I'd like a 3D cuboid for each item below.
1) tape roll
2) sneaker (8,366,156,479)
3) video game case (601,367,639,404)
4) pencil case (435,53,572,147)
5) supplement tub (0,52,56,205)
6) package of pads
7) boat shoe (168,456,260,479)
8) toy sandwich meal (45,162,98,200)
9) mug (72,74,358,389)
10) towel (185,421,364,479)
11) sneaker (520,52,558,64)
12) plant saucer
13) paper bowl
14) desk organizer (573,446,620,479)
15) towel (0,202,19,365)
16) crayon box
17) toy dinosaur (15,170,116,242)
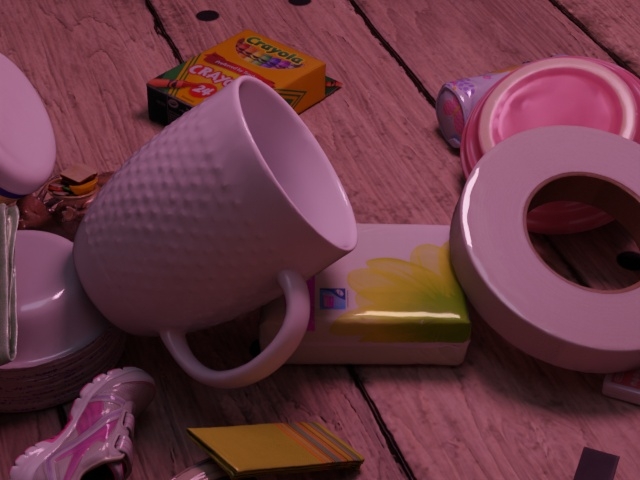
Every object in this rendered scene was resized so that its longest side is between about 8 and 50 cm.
[{"bbox_3d":[0.381,0.006,1.850,0.392,0.072,0.392,5,56,-7],"label":"tape roll"},{"bbox_3d":[-0.279,0.266,1.642,0.111,0.103,0.252,23,49,21],"label":"sneaker"},{"bbox_3d":[0.555,0.182,1.805,0.285,0.025,0.204,15,40,18],"label":"video game case"},{"bbox_3d":[0.339,-0.245,2.284,0.273,0.124,0.113,-15,19,-20],"label":"pencil case"},{"bbox_3d":[-0.592,-0.123,1.938,0.331,0.241,0.241,-24,34,18],"label":"supplement tub"},{"bbox_3d":[0.063,0.073,1.882,0.297,0.101,0.229,1,39,0],"label":"package of pads"},{"bbox_3d":[-0.196,0.366,1.477,0.355,0.132,0.130,-26,44,-28],"label":"boat shoe"},{"bbox_3d":[-0.369,-0.087,1.933,0.086,0.029,0.085,4,27,-2],"label":"toy sandwich meal"},{"bbox_3d":[-0.142,0.019,1.735,0.328,0.276,0.374,-32,64,17],"label":"mug"},{"bbox_3d":[-0.054,0.260,1.612,0.102,0.021,0.237,31,16,38],"label":"towel"},{"bbox_3d":[0.364,-0.296,2.383,0.188,0.071,0.066,-23,43,-27],"label":"sneaker"},{"bbox_3d":[0.385,-0.171,2.084,0.332,0.084,0.332,-8,60,15],"label":"plant saucer"},{"bbox_3d":[-0.418,0.094,1.816,0.284,0.148,0.284,1,37,-1],"label":"paper bowl"},{"bbox_3d":[0.331,0.322,1.601,0.047,0.050,0.130,14,40,17],"label":"desk organizer"},{"bbox_3d":[-0.537,0.102,1.721,0.325,0.038,0.247,-21,56,19],"label":"towel"},{"bbox_3d":[-0.134,-0.285,2.360,0.202,0.081,0.318,27,44,31],"label":"crayon box"},{"bbox_3d":[-0.363,-0.056,2.037,0.296,0.127,0.200,-19,35,-32],"label":"toy dinosaur"}]
